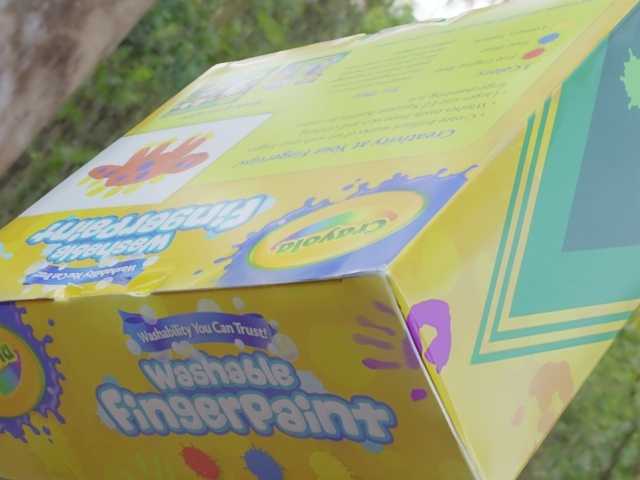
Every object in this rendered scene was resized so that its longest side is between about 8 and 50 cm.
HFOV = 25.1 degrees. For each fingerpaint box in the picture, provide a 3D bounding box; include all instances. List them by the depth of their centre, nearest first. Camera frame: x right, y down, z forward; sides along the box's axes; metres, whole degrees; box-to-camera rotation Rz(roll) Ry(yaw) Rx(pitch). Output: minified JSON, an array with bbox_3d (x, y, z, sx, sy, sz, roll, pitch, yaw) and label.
[{"bbox_3d":[0.000,0.000,0.975,0.445,0.371,0.163,-6,-62,42],"label":"fingerpaint box"}]
